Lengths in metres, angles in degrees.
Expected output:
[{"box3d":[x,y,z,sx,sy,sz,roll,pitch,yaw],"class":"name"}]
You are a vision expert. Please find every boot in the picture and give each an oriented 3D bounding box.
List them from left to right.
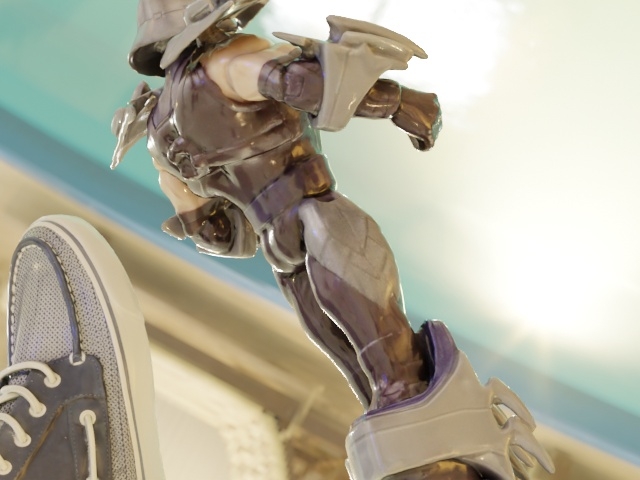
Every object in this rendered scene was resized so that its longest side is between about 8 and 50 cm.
[{"box3d":[-0.119,0.079,0.643,0.086,0.190,0.069,-2,160,-46],"class":"boot"}]

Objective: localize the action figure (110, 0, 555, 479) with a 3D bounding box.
[{"box3d":[0.000,0.000,0.630,0.285,0.099,0.185,61,161,8],"class":"action figure"}]
